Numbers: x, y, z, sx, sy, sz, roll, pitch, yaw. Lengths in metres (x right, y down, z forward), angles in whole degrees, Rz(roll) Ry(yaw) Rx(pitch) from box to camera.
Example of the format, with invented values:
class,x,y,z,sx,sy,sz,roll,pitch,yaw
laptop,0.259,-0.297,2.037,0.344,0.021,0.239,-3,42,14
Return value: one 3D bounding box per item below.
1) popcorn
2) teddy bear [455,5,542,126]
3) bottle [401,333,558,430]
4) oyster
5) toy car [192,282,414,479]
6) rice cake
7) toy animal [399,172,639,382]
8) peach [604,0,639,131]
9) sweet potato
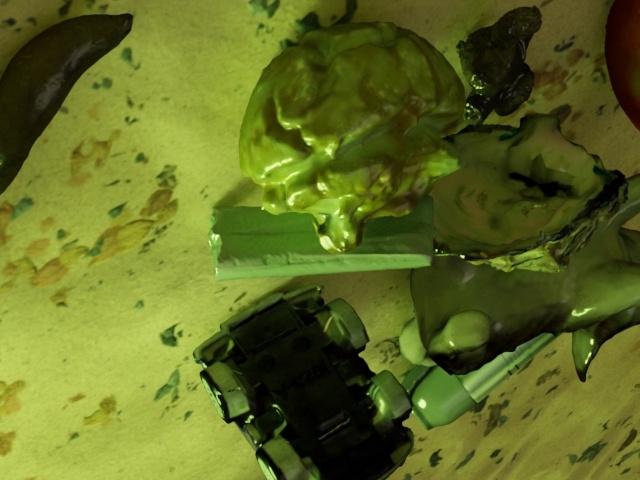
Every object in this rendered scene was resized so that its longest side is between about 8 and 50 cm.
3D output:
class,x,y,z,sx,sy,sz,roll,pitch,yaw
popcorn,0.031,-0.105,1.477,0.221,0.184,0.204,-24,157,-41
teddy bear,0.172,-0.176,1.615,0.119,0.078,0.160,-59,163,-9
bottle,0.207,0.128,1.971,0.253,0.079,0.096,-39,127,1
oyster,0.189,-0.050,1.643,0.259,0.198,0.092,-20,139,-12
toy car,-0.012,0.181,1.716,0.172,0.235,0.158,-29,156,-12
rice cake,-0.001,-0.001,1.557,0.221,0.080,0.042,-4,143,7
toy animal,0.252,0.054,1.821,0.344,0.194,0.303,-9,159,-10
peach,0.394,-0.209,1.724,0.190,0.226,0.196,-18,-169,25
sweet potato,-0.245,-0.106,1.336,0.249,0.059,0.069,-51,155,24
